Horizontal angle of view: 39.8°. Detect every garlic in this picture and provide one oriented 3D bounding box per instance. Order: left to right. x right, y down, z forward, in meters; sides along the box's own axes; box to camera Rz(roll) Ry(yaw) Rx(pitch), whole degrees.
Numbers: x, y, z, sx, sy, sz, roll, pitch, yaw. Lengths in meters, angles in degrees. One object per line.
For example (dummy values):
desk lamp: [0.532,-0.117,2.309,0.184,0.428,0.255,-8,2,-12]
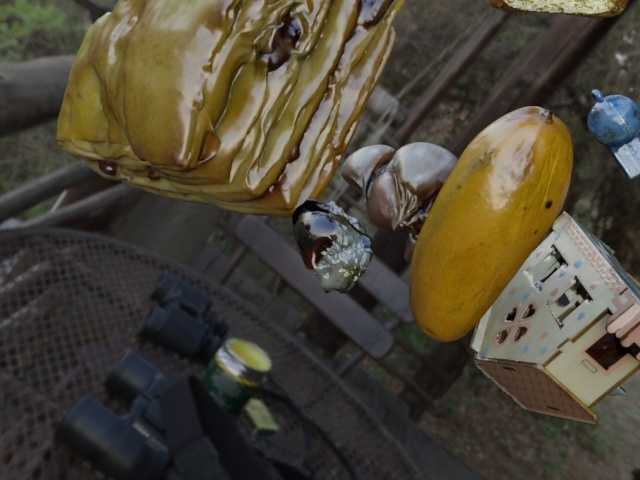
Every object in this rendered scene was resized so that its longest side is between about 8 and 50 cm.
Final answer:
garlic: [0.144,-0.073,1.317,0.214,0.160,0.191,56,6,12]

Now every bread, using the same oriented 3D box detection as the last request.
bread: [-0.129,-0.196,0.961,0.370,0.314,0.192,20,-3,34]
bread: [0.279,-0.305,1.002,0.188,0.103,0.065,7,12,7]

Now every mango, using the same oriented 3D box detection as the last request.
mango: [0.213,-0.013,1.158,0.144,0.359,0.187,37,25,26]

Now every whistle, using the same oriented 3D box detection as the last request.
whistle: [0.479,-0.175,1.410,0.158,0.090,0.090,55,16,1]

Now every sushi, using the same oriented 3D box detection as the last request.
sushi: [0.000,0.000,0.537,0.046,0.044,0.083,38,11,-14]

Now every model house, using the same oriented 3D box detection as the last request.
model house: [0.343,0.137,1.222,0.169,0.244,0.326,42,16,-20]
